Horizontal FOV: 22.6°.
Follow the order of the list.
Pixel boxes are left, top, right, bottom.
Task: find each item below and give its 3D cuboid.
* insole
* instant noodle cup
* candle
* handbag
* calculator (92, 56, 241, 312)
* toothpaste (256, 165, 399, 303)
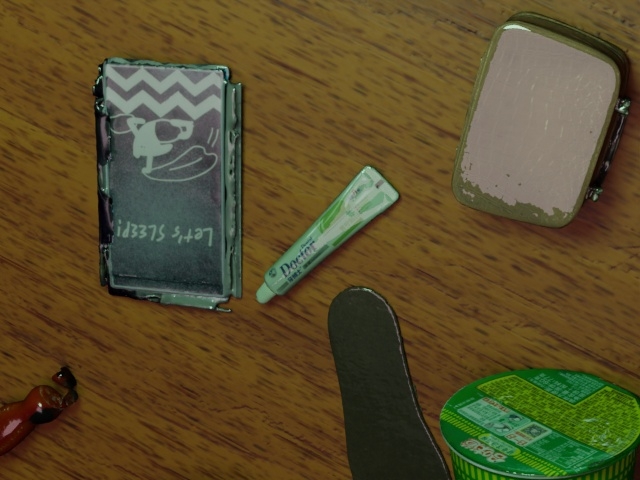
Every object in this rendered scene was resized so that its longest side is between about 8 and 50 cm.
[{"bbox_3d":[0.073,0.204,1.728,0.111,0.007,0.328,-10,103,20],"label":"insole"},{"bbox_3d":[0.229,0.276,1.609,0.207,0.207,0.233,2,115,18],"label":"instant noodle cup"},{"bbox_3d":[-0.410,0.248,1.880,0.329,0.051,0.048,-33,92,25],"label":"candle"},{"bbox_3d":[0.216,-0.113,1.544,0.151,0.072,0.193,18,110,13],"label":"handbag"},{"bbox_3d":[-0.163,-0.057,1.713,0.165,0.028,0.274,7,111,13],"label":"calculator"},{"bbox_3d":[0.000,0.000,1.675,0.048,0.029,0.197,46,112,-1],"label":"toothpaste"}]
